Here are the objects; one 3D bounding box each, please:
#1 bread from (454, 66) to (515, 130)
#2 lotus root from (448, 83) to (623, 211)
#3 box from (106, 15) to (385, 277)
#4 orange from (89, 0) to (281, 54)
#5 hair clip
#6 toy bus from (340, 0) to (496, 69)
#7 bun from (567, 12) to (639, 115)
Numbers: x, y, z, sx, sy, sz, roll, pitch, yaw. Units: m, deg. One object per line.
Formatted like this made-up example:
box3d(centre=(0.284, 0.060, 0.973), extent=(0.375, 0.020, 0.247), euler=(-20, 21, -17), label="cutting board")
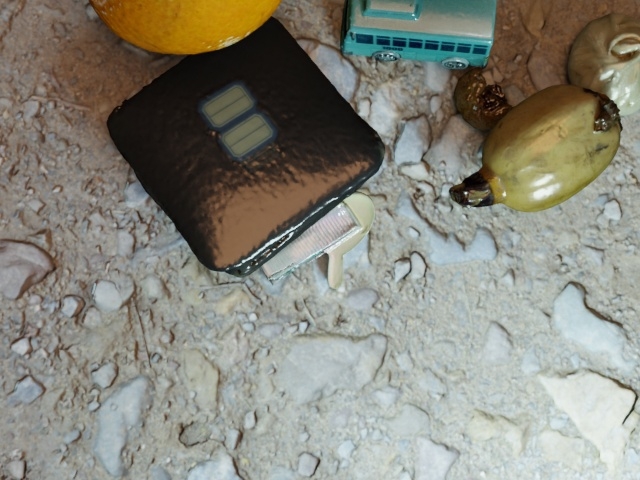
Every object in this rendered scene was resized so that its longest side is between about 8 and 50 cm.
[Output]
box3d(centre=(0.278, -0.239, 1.800), extent=(0.082, 0.060, 0.113), euler=(-44, 92, -13), label="bread")
box3d(centre=(0.357, -0.137, 1.746), extent=(0.310, 0.183, 0.182), euler=(-34, 89, -7), label="lotus root")
box3d(centre=(-0.122, -0.157, 1.698), extent=(0.359, 0.091, 0.350), euler=(-37, 80, -10), label="box")
box3d(centre=(-0.203, -0.488, 1.584), extent=(0.326, 0.424, 0.424), euler=(-11, 85, -29), label="orange")
box3d(centre=(0.001, 0.002, 1.730), extent=(0.218, 0.071, 0.159), euler=(-34, 93, -4), label="hair clip")
box3d(centre=(0.163, -0.373, 1.749), extent=(0.256, 0.147, 0.128), euler=(6, 80, 2), label="toy bus")
box3d(centre=(0.526, -0.309, 1.822), extent=(0.183, 0.102, 0.183), euler=(1, 85, -10), label="bun")
